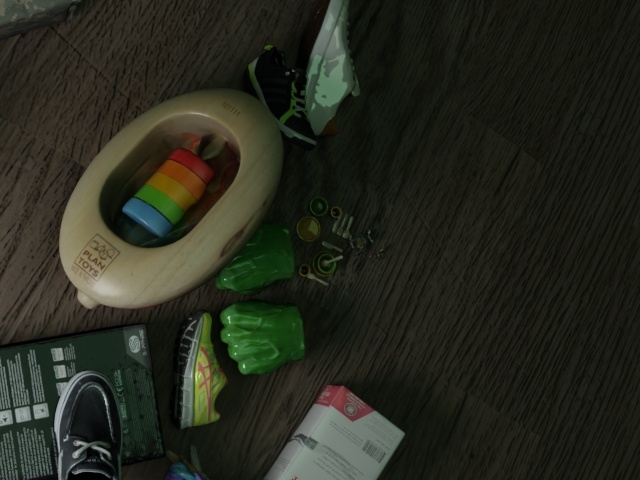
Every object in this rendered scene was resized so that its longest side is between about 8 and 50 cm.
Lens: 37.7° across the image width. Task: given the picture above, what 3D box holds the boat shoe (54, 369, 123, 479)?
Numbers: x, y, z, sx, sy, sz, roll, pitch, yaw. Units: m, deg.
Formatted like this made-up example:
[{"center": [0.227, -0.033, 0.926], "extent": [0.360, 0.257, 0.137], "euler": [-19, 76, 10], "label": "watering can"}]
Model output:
[{"center": [-0.356, 0.345, 1.439], "extent": [0.108, 0.102, 0.301], "euler": [10, 69, -21], "label": "boat shoe"}]

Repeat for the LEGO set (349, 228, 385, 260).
[{"center": [0.084, 0.010, 1.793], "extent": [0.054, 0.023, 0.083], "euler": [-47, 114, -15], "label": "LEGO set"}]

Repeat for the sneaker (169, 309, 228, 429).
[{"center": [-0.205, 0.225, 1.642], "extent": [0.094, 0.081, 0.209], "euler": [7, 89, -26], "label": "sneaker"}]

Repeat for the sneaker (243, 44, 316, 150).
[{"center": [-0.062, -0.264, 1.668], "extent": [0.084, 0.097, 0.235], "euler": [17, 34, -53], "label": "sneaker"}]

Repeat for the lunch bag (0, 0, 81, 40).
[{"center": [-0.559, -0.477, 1.525], "extent": [0.235, 0.169, 0.287], "euler": [-24, 98, -20], "label": "lunch bag"}]

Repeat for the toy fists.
[{"center": [-0.121, 0.099, 1.671], "extent": [0.142, 0.096, 0.279], "euler": [-4, 85, -28], "label": "toy fists"}]

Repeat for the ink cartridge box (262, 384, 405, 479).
[{"center": [0.024, 0.394, 1.696], "extent": [0.158, 0.092, 0.218], "euler": [39, 72, -12], "label": "ink cartridge box"}]

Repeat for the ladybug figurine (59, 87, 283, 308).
[{"center": [-0.243, -0.057, 1.576], "extent": [0.305, 0.162, 0.449], "euler": [37, 73, 20], "label": "ladybug figurine"}]

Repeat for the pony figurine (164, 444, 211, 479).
[{"center": [-0.156, 0.551, 1.550], "extent": [0.363, 0.303, 0.351], "euler": [35, 43, -10], "label": "pony figurine"}]

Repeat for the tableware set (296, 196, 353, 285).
[{"center": [0.000, 0.000, 1.759], "extent": [0.104, 0.024, 0.154], "euler": [26, 78, -16], "label": "tableware set"}]

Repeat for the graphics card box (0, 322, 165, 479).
[{"center": [-0.455, 0.276, 1.533], "extent": [0.370, 0.094, 0.233], "euler": [-9, 88, -19], "label": "graphics card box"}]

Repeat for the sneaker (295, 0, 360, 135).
[{"center": [0.024, -0.336, 1.763], "extent": [0.123, 0.106, 0.290], "euler": [15, 92, -21], "label": "sneaker"}]
